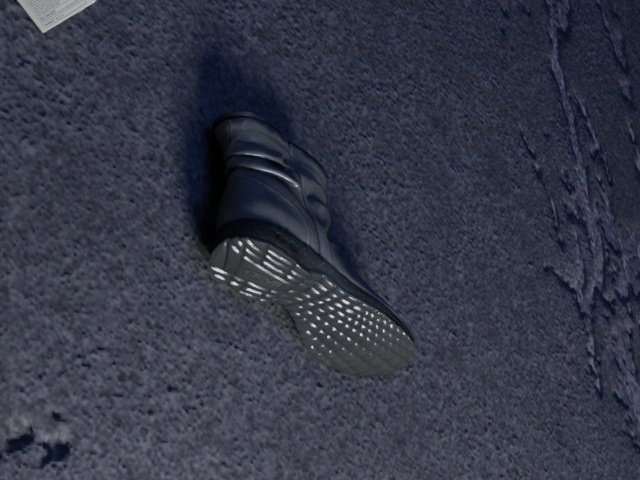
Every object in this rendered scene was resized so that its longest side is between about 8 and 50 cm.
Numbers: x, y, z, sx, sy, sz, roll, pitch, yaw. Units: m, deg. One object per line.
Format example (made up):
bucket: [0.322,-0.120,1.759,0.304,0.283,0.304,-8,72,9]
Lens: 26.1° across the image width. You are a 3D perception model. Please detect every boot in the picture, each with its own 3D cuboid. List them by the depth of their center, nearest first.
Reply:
boot: [0.000,0.000,1.178,0.246,0.083,0.161,41,36,-37]

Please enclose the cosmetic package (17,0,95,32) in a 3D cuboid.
cosmetic package: [-0.212,-0.218,1.013,0.115,0.060,0.041,55,34,-22]
